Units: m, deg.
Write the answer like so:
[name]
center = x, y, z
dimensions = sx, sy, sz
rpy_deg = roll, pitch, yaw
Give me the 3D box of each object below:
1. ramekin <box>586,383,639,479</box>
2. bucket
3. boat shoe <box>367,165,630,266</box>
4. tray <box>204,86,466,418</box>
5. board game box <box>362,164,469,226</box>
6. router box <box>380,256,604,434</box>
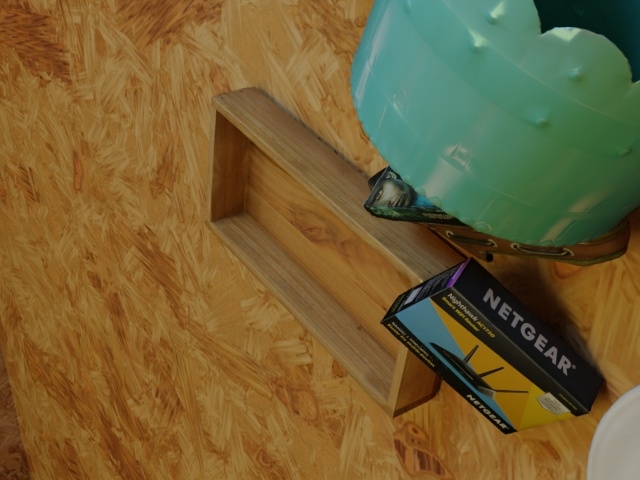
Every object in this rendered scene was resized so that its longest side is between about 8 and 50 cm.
[ramekin]
center = 0.341, 0.208, 0.751
dimensions = 0.273, 0.127, 0.273
rpy_deg = 32, 131, 45
[bucket]
center = 0.163, -0.144, 0.704
dimensions = 0.281, 0.281, 0.183
rpy_deg = 56, 142, 22
[boat shoe]
center = 0.150, -0.028, 0.933
dimensions = 0.307, 0.110, 0.104
rpy_deg = 11, 131, 63
[tray]
center = 0.000, 0.000, 1.216
dimensions = 0.411, 0.076, 0.203
rpy_deg = 44, 140, 38
[board game box]
center = 0.126, -0.095, 0.884
dimensions = 0.026, 0.186, 0.126
rpy_deg = 43, 160, -29
[router box]
center = 0.162, 0.106, 0.977
dimensions = 0.179, 0.046, 0.133
rpy_deg = 41, 148, -8
